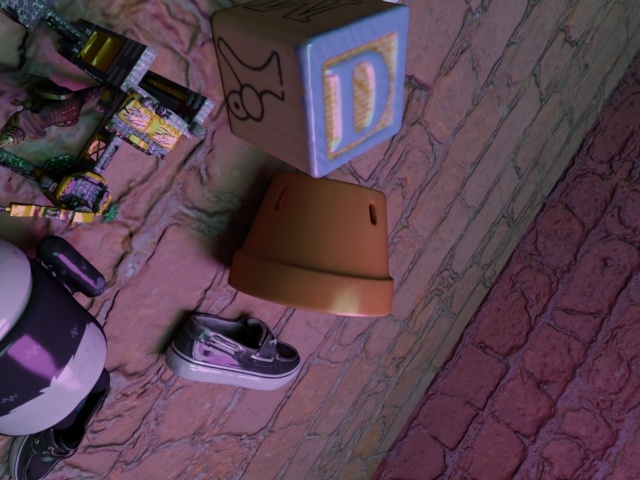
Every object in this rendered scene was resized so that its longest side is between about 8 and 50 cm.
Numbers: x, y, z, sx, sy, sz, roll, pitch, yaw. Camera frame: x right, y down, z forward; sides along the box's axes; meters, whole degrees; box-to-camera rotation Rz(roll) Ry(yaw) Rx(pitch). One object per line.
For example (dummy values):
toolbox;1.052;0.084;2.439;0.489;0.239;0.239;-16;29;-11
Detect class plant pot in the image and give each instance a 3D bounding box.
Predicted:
plant pot;0.000;0.000;0.825;0.290;0.290;0.204;10;92;-53

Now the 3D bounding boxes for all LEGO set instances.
LEGO set;-0.267;-0.134;0.446;0.255;0.192;0.331;-52;144;-8

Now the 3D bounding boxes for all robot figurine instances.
robot figurine;-0.367;0.114;0.540;0.173;0.209;0.278;-10;138;7

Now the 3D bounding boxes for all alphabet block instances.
alphabet block;-0.012;-0.236;0.675;0.193;0.197;0.192;-32;139;-31

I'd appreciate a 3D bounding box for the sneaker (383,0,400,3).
sneaker;0.154;-0.457;0.795;0.258;0.094;0.091;-54;140;-7

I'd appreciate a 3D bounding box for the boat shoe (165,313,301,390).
boat shoe;-0.139;0.216;0.930;0.335;0.121;0.119;20;104;-52

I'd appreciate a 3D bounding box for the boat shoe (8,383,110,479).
boat shoe;-0.394;0.290;0.719;0.229;0.076;0.080;-57;145;-1
